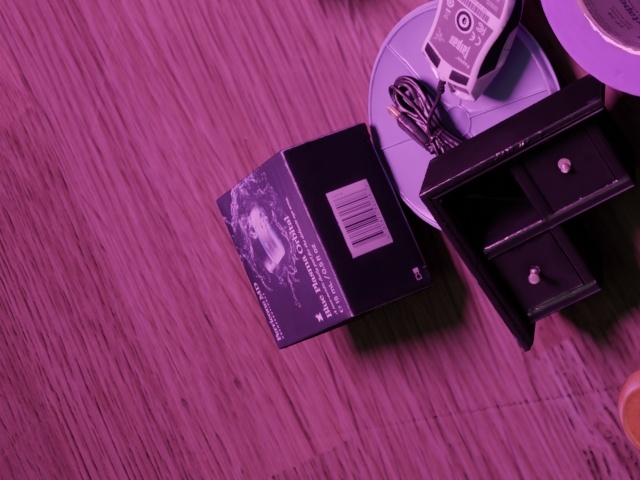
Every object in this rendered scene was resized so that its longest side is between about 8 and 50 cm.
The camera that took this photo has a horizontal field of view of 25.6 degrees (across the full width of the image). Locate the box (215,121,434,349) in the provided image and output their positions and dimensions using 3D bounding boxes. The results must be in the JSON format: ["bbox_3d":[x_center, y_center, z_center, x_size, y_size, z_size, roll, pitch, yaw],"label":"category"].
[{"bbox_3d":[0.000,0.000,1.253,0.158,0.093,0.156,-31,81,61],"label":"box"}]

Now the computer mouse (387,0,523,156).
[{"bbox_3d":[0.117,-0.148,1.105,0.106,0.042,0.193,48,136,28],"label":"computer mouse"}]

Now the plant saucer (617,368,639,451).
[{"bbox_3d":[0.269,0.142,1.116,0.083,0.015,0.083,17,116,40],"label":"plant saucer"}]

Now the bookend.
[{"bbox_3d":[0.184,-0.022,1.077,0.156,0.072,0.157,-27,108,23],"label":"bookend"}]

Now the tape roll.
[{"bbox_3d":[0.248,-0.197,0.975,0.189,0.080,0.189,17,115,41],"label":"tape roll"}]

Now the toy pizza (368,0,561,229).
[{"bbox_3d":[0.122,-0.101,1.165,0.201,0.032,0.201,15,113,39],"label":"toy pizza"}]
